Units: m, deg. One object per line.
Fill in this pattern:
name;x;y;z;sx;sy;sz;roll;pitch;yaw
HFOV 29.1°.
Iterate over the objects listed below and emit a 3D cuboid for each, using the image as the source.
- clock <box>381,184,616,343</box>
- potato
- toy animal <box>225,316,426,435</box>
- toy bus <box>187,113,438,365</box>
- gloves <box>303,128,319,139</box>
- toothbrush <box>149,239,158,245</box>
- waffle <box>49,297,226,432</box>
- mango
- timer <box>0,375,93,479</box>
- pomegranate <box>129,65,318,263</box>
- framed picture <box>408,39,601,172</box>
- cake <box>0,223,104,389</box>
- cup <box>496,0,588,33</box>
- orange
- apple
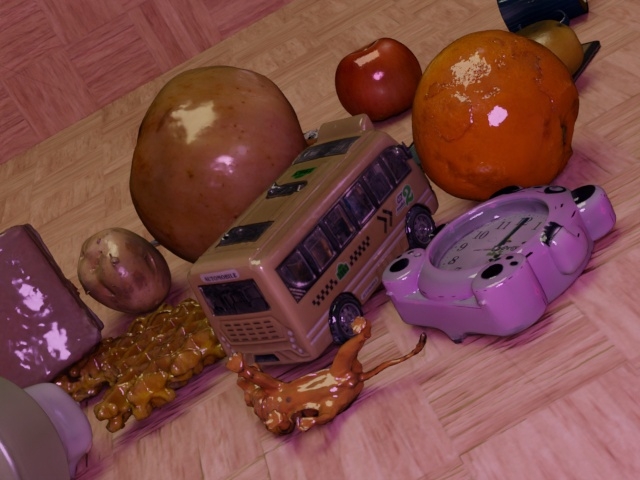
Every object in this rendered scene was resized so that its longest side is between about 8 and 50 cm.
clock;0.222;0.017;1.494;0.248;0.090;0.227;-40;24;-29
potato;-0.322;0.048;1.995;0.128;0.161;0.235;-46;21;2
toy animal;0.013;0.167;1.439;0.255;0.114;0.116;-17;-18;19
toy bus;0.000;0.000;1.649;0.177;0.202;0.365;-10;29;42
gloves;-0.038;-0.138;2.168;0.114;0.070;0.153;-14;29;33
toothbrush;-0.288;-0.004;2.254;0.193;0.019;0.013;-18;24;22
waffle;-0.242;0.173;1.754;0.259;0.069;0.293;-35;19;-19
mango;0.326;-0.282;1.966;0.195;0.098;0.137;-20;27;34
timer;-0.403;0.274;1.531;0.290;0.291;0.315;-20;2;22
pomegranate;-0.137;-0.116;1.954;0.338;0.338;0.338;-25;22;11
framed picture;0.288;-0.217;2.017;0.265;0.016;0.347;-8;31;41
cake;-0.504;0.143;1.859;0.309;0.230;0.237;-39;4;-9
cup;0.396;-0.431;2.219;0.138;0.113;0.150;-21;21;24
orange;0.237;-0.166;1.671;0.240;0.240;0.240;-25;22;11
apple;0.105;-0.295;2.243;0.163;0.139;0.163;-26;24;12
